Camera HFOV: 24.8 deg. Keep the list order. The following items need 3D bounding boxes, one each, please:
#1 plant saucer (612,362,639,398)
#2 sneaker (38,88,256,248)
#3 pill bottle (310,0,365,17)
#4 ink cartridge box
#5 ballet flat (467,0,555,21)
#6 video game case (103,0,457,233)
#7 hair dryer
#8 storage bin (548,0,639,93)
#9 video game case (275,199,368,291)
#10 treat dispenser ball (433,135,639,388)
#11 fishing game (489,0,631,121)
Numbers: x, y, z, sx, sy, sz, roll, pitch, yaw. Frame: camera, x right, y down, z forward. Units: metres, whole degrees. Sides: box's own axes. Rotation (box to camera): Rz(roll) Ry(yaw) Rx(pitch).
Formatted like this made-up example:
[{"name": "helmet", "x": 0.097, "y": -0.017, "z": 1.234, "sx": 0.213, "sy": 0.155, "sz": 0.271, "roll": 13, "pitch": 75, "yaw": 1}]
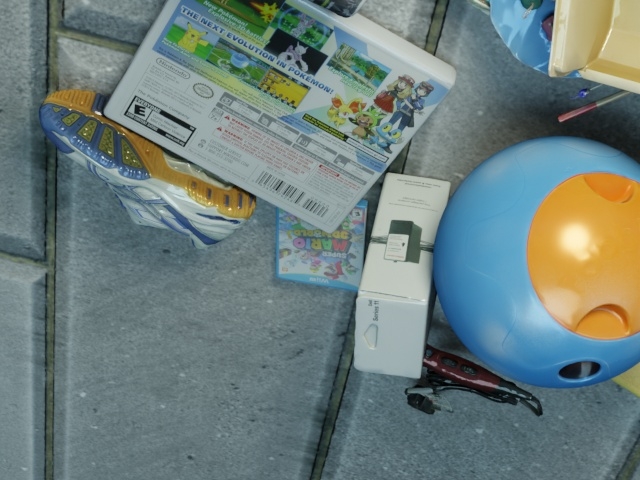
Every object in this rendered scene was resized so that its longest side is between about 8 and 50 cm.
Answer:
[{"name": "plant saucer", "x": 0.543, "y": 0.116, "z": 1.835, "sx": 0.333, "sy": 0.081, "sz": 0.333, "roll": 33, "pitch": 136, "yaw": -18}, {"name": "sneaker", "x": -0.234, "y": -0.076, "z": 1.837, "sx": 0.296, "sy": 0.112, "sz": 0.131, "roll": 30, "pitch": 136, "yaw": -15}, {"name": "pill bottle", "x": -0.049, "y": -0.337, "z": 1.491, "sx": 0.246, "sy": 0.130, "sz": 0.130, "roll": 25, "pitch": 137, "yaw": -11}, {"name": "ink cartridge box", "x": 0.101, "y": 0.044, "z": 1.792, "sx": 0.087, "sy": 0.208, "sz": 0.153, "roll": 9, "pitch": 138, "yaw": 8}, {"name": "ballet flat", "x": 0.203, "y": -0.254, "z": 1.564, "sx": 0.168, "sy": 0.057, "sz": 0.052, "roll": 22, "pitch": 151, "yaw": -6}, {"name": "video game case", "x": -0.054, "y": -0.175, "z": 1.724, "sx": 0.329, "sy": 0.036, "sz": 0.300, "roll": 28, "pitch": 133, "yaw": -12}, {"name": "hair dryer", "x": 0.158, "y": 0.153, "z": 1.970, "sx": 0.224, "sy": 0.080, "sz": 0.293, "roll": -6, "pitch": 148, "yaw": 37}, {"name": "storage bin", "x": 0.366, "y": -0.238, "z": 1.358, "sx": 0.262, "sy": 0.123, "sz": 0.260, "roll": 21, "pitch": 125, "yaw": 28}, {"name": "video game case", "x": 0.000, "y": 0.000, "z": 1.919, "sx": 0.119, "sy": 0.015, "sz": 0.166, "roll": 9, "pitch": 138, "yaw": 7}, {"name": "treat dispenser ball", "x": 0.272, "y": 0.025, "z": 1.663, "sx": 0.288, "sy": 0.288, "sz": 0.288, "roll": 8, "pitch": 137, "yaw": 8}, {"name": "fishing game", "x": 0.271, "y": -0.250, "z": 1.511, "sx": 0.189, "sy": 0.041, "sz": 0.264, "roll": -22, "pitch": 117, "yaw": 13}]
